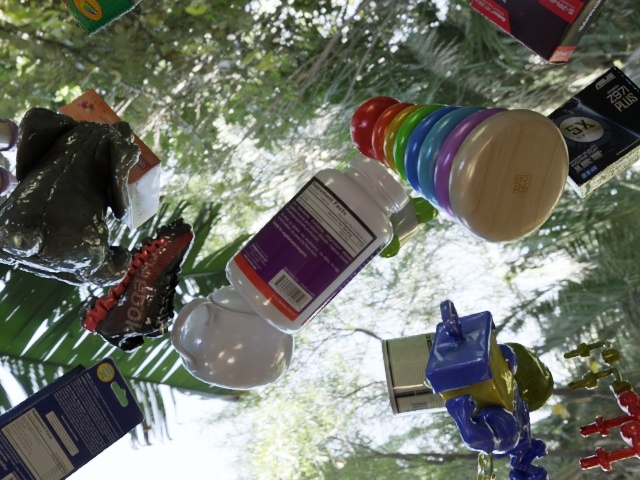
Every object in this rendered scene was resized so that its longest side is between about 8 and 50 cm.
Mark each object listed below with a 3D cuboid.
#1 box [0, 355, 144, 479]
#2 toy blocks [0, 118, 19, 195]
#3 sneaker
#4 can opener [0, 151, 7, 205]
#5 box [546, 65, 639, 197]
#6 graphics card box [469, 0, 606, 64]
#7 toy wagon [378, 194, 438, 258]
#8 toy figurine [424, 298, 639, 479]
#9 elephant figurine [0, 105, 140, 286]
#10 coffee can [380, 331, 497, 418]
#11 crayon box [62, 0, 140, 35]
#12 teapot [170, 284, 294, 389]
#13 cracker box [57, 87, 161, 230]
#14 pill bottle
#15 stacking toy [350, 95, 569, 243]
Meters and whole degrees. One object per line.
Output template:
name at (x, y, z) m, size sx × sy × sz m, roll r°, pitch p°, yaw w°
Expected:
box at (-0.385, 0.280, 0.863) m, size 0.225 × 0.037 × 0.136 m, roll -33°, pitch -63°, yaw -30°
toy blocks at (-0.583, -0.073, 0.928) m, size 0.309 × 0.288 × 0.260 m, roll 41°, pitch -164°, yaw 17°
sneaker at (-0.287, 0.086, 1.005) m, size 0.135 × 0.276 × 0.097 m, roll 43°, pitch -164°, yaw 3°
can opener at (-0.692, -0.199, 1.196) m, size 0.074 × 0.093 × 0.280 m, roll -8°, pitch -74°, yaw -37°
box at (0.498, -0.192, 1.050) m, size 0.077 × 0.180 × 0.147 m, roll 25°, pitch -148°, yaw -58°
graphics card box at (0.474, -0.561, 1.123) m, size 0.094 × 0.370 × 0.232 m, roll -15°, pitch -125°, yaw -40°
toy wagon at (0.123, -0.040, 1.325) m, size 0.267 × 0.345 × 0.068 m, roll -88°, pitch -17°, yaw -60°
toy figurine at (0.205, 0.135, 0.629) m, size 0.217 × 0.191 × 0.362 m, roll 57°, pitch -152°, yaw -9°
elephant figurine at (-0.283, -0.077, 0.684) m, size 0.169 × 0.186 × 0.239 m, roll 30°, pitch -112°, yaw -45°
coffee can at (0.304, 0.326, 1.474) m, size 0.201 × 0.276 × 0.201 m, roll -10°, pitch -90°, yaw -83°
crayon box at (-0.350, -0.422, 0.888) m, size 0.165 × 0.081 × 0.278 m, roll 57°, pitch -174°, yaw -29°
teapot at (-0.167, 0.174, 1.203) m, size 0.253 × 0.256 × 0.187 m, roll 8°, pitch -76°, yaw -10°
cracker box at (-0.339, -0.122, 0.966) m, size 0.155 × 0.232 × 0.067 m, roll 47°, pitch -112°, yaw 1°
pill bottle at (0.000, 0.000, 1.041) m, size 0.323 × 0.181 × 0.181 m, roll -45°, pitch -74°, yaw -1°
stacking toy at (0.134, -0.111, 0.724) m, size 0.141 × 0.330 × 0.141 m, roll -9°, pitch -68°, yaw -22°
